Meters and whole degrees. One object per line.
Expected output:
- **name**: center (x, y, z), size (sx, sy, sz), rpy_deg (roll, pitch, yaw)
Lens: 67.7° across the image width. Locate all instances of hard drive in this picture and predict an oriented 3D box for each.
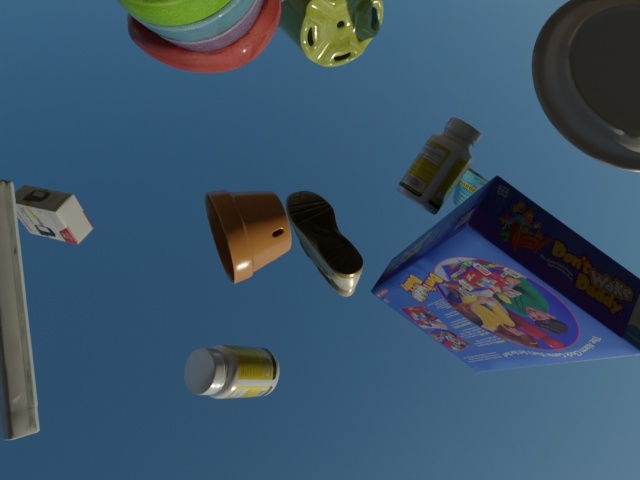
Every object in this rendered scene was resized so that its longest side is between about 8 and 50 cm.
- **hard drive**: center (-0.432, 0.098, 0.639), size (0.040, 0.203, 0.308), rpy_deg (-4, -101, -42)

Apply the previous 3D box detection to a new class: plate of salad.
- **plate of salad**: center (0.307, -0.160, 0.480), size (0.199, 0.048, 0.200), rpy_deg (0, -102, -2)

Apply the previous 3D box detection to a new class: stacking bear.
- **stacking bear**: center (-0.142, -0.279, 0.409), size (0.164, 0.289, 0.175), rpy_deg (36, -89, 11)

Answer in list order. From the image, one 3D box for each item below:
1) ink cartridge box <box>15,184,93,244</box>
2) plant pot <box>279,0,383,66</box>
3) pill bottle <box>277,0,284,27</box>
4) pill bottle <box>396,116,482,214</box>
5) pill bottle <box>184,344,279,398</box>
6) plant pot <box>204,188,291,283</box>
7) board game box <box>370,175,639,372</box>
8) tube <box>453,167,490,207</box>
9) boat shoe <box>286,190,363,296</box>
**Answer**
- **ink cartridge box**: center (-0.728, -0.070, 1.288), size (0.175, 0.128, 0.072), rpy_deg (11, -131, 17)
- **plant pot**: center (-0.004, -0.510, 0.987), size (0.275, 0.276, 0.254), rpy_deg (-11, -123, -27)
- **pill bottle**: center (-0.088, -0.395, 0.664), size (0.111, 0.187, 0.112), rpy_deg (6, -127, -9)
- **pill bottle**: center (0.156, -0.097, 0.619), size (0.065, 0.116, 0.065), rpy_deg (32, -169, -7)
- **pill bottle**: center (-0.203, 0.304, 1.109), size (0.208, 0.119, 0.119), rpy_deg (23, -140, -53)
- **plant pot**: center (-0.220, -0.034, 1.487), size (0.203, 0.291, 0.291), rpy_deg (-18, -116, -20)
- **board game box**: center (0.232, 0.077, 0.671), size (0.233, 0.347, 0.078), rpy_deg (37, -112, 1)
- **tube**: center (0.288, -0.101, 0.909), size (0.080, 0.207, 0.052), rpy_deg (31, -90, 13)
- **boat shoe**: center (0.000, 0.000, 1.103), size (0.109, 0.098, 0.302), rpy_deg (-18, -131, -21)
